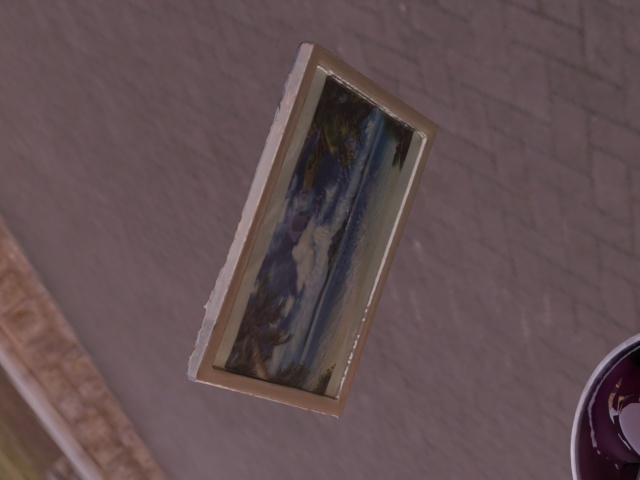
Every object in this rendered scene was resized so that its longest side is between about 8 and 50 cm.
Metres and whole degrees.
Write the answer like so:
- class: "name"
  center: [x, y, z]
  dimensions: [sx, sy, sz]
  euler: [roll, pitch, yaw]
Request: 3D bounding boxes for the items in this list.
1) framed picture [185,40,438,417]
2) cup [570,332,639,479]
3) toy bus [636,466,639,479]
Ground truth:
- class: "framed picture"
  center: [0.000, 0.000, 1.122]
  dimensions: [0.024, 0.315, 0.232]
  euler: [17, 176, 38]
- class: "cup"
  center: [0.382, 0.154, 0.931]
  dimensions: [0.288, 0.273, 0.208]
  euler: [-50, 47, 44]
- class: "toy bus"
  center: [0.249, 0.155, 0.529]
  dimensions: [0.249, 0.209, 0.440]
  euler: [17, 180, 15]
